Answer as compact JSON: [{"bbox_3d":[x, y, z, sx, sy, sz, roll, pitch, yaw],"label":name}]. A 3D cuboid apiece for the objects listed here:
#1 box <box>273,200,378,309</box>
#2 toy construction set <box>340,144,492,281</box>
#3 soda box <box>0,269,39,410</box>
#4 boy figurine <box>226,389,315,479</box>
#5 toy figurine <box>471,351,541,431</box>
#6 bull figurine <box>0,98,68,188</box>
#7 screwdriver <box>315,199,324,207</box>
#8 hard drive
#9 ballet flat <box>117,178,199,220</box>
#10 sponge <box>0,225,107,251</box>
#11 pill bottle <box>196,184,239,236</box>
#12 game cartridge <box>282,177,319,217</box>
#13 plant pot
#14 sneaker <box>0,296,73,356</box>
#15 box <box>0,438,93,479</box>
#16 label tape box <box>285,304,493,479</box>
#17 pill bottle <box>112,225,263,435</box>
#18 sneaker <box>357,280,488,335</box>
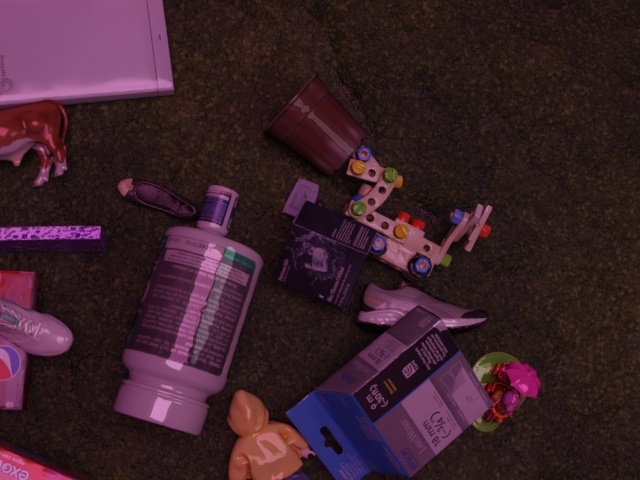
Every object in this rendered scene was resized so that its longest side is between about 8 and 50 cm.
[{"bbox_3d":[0.009,0.030,1.832,0.158,0.156,0.093,23,37,4],"label":"box"},{"bbox_3d":[0.179,-0.045,1.905,0.328,0.151,0.215,23,76,7],"label":"toy construction set"},{"bbox_3d":[-0.596,0.190,1.764,0.092,0.083,0.263,4,78,-9],"label":"soda box"},{"bbox_3d":[-0.106,0.425,1.793,0.177,0.092,0.285,-31,85,-13],"label":"boy figurine"},{"bbox_3d":[0.373,0.302,1.854,0.130,0.159,0.173,29,77,-2],"label":"toy figurine"},{"bbox_3d":[-0.646,-0.183,1.820,0.310,0.101,0.188,-15,86,-9],"label":"bull figurine"},{"bbox_3d":[0.000,0.000,1.924,0.025,0.024,0.169,-6,81,19],"label":"screwdriver"},{"bbox_3d":[-0.492,-0.399,1.911,0.353,0.047,0.233,-7,80,-9],"label":"hard drive"},{"bbox_3d":[-0.326,-0.088,1.875,0.173,0.049,0.057,20,76,-5],"label":"ballet flat"},{"bbox_3d":[-0.524,-0.003,1.794,0.210,0.117,0.031,0,78,-8],"label":"sponge"},{"bbox_3d":[-0.212,-0.047,1.876,0.067,0.067,0.120,18,77,-5],"label":"pill bottle"},{"bbox_3d":[-0.038,-0.085,1.928,0.056,0.017,0.083,22,76,22],"label":"game cartridge"},{"bbox_3d":[-0.004,-0.227,1.903,0.165,0.167,0.167,43,76,-7],"label":"plant pot"},{"bbox_3d":[-0.555,0.149,1.687,0.212,0.094,0.080,25,75,-5],"label":"sneaker"},{"bbox_3d":[-0.583,0.445,1.684,0.300,0.154,0.142,25,77,-5],"label":"box"},{"bbox_3d":[0.139,0.324,1.784,0.334,0.106,0.240,-39,115,-11],"label":"label tape box"},{"bbox_3d":[-0.254,0.172,1.759,0.204,0.204,0.361,18,76,-5],"label":"pill bottle"},{"bbox_3d":[0.212,0.138,1.893,0.272,0.100,0.108,6,73,-8],"label":"sneaker"}]
